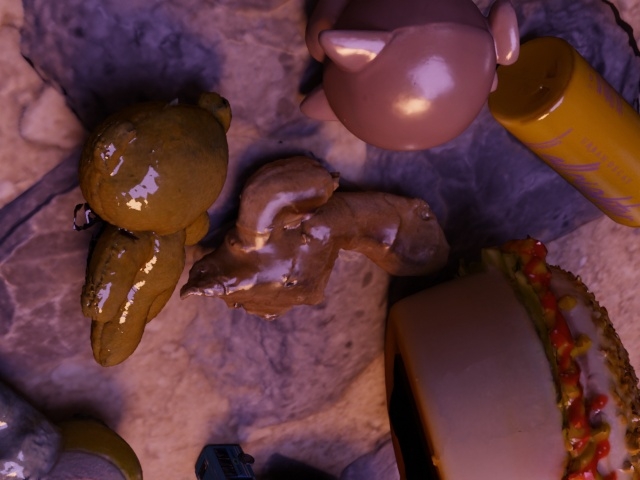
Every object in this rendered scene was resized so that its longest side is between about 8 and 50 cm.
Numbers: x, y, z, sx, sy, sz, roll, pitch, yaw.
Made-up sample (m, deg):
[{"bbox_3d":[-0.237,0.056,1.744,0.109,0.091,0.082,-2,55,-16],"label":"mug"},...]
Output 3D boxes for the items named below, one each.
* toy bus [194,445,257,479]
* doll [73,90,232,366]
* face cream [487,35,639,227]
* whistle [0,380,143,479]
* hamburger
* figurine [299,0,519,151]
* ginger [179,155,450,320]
[{"bbox_3d":[-0.076,0.213,0.896,0.046,0.083,0.038,12,115,-30],"label":"toy bus"},{"bbox_3d":[-0.129,-0.009,0.713,0.137,0.097,0.209,-39,156,-52],"label":"doll"},{"bbox_3d":[0.243,-0.065,0.866,0.273,0.078,0.078,32,105,-39],"label":"face cream"},{"bbox_3d":[-0.215,0.171,0.782,0.123,0.123,0.223,-39,117,3],"label":"whistle"},{"bbox_3d":[0.157,0.152,0.848,0.179,0.276,0.294,-10,146,-6],"label":"hamburger"},{"bbox_3d":[0.057,-0.121,0.709,0.138,0.125,0.125,-7,126,-8],"label":"figurine"},{"bbox_3d":[0.002,0.009,0.811,0.214,0.059,0.133,15,107,-36],"label":"ginger"}]
